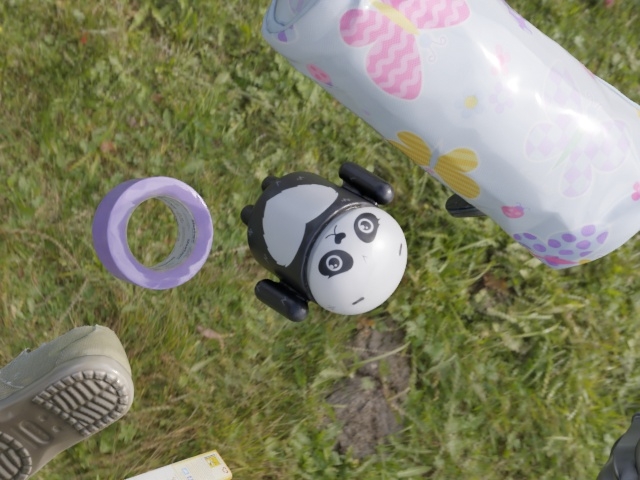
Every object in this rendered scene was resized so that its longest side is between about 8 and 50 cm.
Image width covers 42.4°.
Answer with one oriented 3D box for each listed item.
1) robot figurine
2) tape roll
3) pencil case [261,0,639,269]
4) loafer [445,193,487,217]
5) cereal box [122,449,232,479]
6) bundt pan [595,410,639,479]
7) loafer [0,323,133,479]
[{"bbox_3d":[0.000,-0.003,1.237,0.174,0.209,0.278,-13,31,-38],"label":"robot figurine"},{"bbox_3d":[-0.284,-0.014,1.402,0.189,0.080,0.189,-1,92,-33],"label":"tape roll"},{"bbox_3d":[0.096,-0.097,0.509,0.273,0.113,0.124,36,74,-24],"label":"pencil case"},{"bbox_3d":[0.272,-0.054,1.227,0.170,0.061,0.062,-9,42,23],"label":"loafer"},{"bbox_3d":[-0.226,0.321,0.917,0.173,0.240,0.047,-46,68,19],"label":"cereal box"},{"bbox_3d":[0.447,0.345,0.922,0.124,0.331,0.330,-18,77,-42],"label":"bundt pan"},{"bbox_3d":[-0.288,0.165,0.804,0.269,0.092,0.102,-25,119,16],"label":"loafer"}]
